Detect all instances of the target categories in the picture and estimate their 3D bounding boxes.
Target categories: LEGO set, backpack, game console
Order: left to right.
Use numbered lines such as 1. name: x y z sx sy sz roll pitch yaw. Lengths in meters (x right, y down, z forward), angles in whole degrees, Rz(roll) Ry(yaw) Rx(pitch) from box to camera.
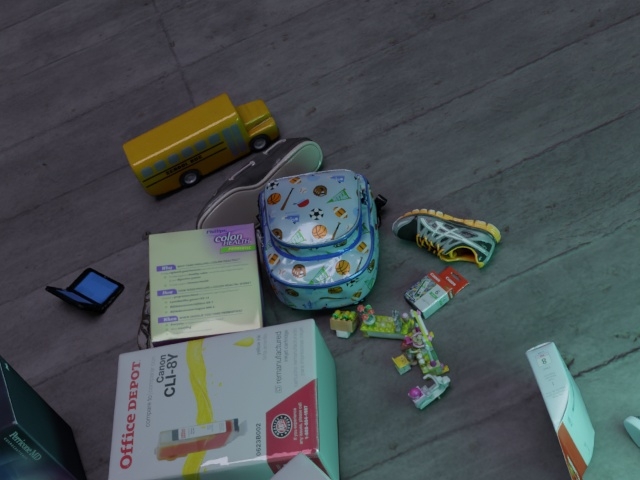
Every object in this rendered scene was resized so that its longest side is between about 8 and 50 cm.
1. game console: -0.506 0.101 2.191 0.122 0.107 0.071 22 92 32
2. backpack: 0.000 0.000 2.014 0.277 0.213 0.263 -11 61 7
3. LEGO set: 0.134 0.172 1.886 0.132 0.107 0.287 -40 51 -13

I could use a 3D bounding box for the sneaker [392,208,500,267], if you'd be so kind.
1. sneaker: 0.240 -0.002 2.003 0.215 0.084 0.083 8 62 24

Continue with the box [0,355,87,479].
1. box: -0.623 0.405 1.844 0.294 0.296 0.182 -30 49 -5

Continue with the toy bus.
1. toy bus: -0.269 -0.228 2.321 0.333 0.130 0.108 -27 50 -3

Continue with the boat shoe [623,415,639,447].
1. boat shoe: 0.584 0.327 1.642 0.083 0.065 0.183 -41 57 -17

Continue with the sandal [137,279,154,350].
1. sandal: -0.318 0.142 2.101 0.090 0.060 0.219 6 65 6

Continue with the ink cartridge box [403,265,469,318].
1. ink cartridge box: 0.223 0.093 1.967 0.115 0.029 0.063 -38 51 -11

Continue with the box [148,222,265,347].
1. box: -0.221 0.107 2.011 0.214 0.117 0.243 -7 59 -1

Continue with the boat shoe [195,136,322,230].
1. boat shoe: -0.142 -0.112 2.214 0.335 0.112 0.095 -38 33 -18

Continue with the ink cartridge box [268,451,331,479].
1. ink cartridge box: -0.043 0.501 1.512 0.270 0.198 0.197 -40 50 -15

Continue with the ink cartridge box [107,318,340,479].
1. ink cartridge box: -0.171 0.324 1.839 0.385 0.160 0.279 -11 51 11

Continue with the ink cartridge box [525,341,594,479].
1. ink cartridge box: 0.408 0.304 1.636 0.066 0.189 0.232 -26 49 10
